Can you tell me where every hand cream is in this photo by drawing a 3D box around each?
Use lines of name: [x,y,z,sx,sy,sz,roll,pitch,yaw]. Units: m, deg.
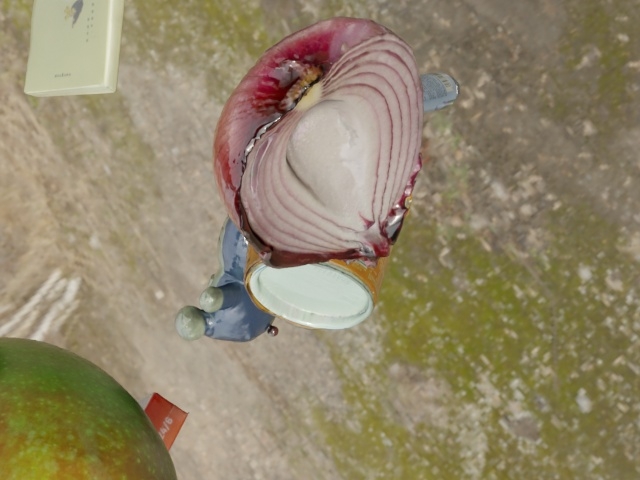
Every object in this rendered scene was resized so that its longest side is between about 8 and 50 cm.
hand cream: [0.130,-0.215,1.500,0.091,0.271,0.058,34,117,22]

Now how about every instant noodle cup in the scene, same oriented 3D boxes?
instant noodle cup: [0.000,0.000,1.277,0.215,0.172,0.216,8,147,5]

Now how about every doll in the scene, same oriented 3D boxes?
doll: [-0.113,0.036,1.593,0.154,0.228,0.259,19,104,14]

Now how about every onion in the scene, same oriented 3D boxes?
onion: [-0.003,-0.075,0.963,0.120,0.227,0.284,38,161,38]

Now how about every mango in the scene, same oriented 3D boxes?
mango: [-0.238,0.188,0.832,0.382,0.225,0.201,-142,57,-66]

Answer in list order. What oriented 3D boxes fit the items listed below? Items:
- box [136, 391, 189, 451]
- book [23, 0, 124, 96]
box: [-0.230,0.273,1.057,0.050,0.229,0.123,38,144,-14]
book: [-0.146,-0.142,0.603,0.077,0.014,0.111,3,88,37]
